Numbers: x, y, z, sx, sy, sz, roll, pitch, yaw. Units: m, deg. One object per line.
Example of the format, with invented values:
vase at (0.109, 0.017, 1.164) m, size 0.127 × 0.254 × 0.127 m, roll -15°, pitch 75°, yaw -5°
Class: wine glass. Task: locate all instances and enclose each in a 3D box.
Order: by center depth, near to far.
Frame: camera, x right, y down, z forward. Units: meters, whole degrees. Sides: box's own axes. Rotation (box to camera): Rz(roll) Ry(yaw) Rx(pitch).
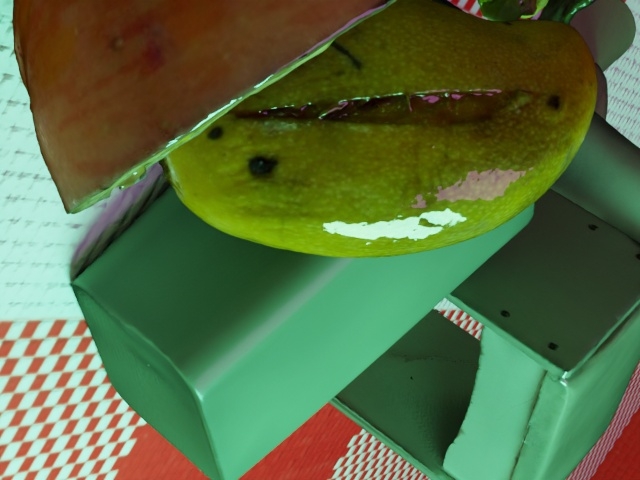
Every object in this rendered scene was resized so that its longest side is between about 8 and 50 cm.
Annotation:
wine glass at (0.223, -0.072, 1.412) m, size 0.103 × 0.231 × 0.103 m, roll -45°, pitch 156°, yaw -26°

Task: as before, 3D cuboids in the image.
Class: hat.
hat at (0.269, -0.148, 1.551) m, size 0.173 × 0.144 × 0.166 m, roll -17°, pitch 145°, yaw -22°

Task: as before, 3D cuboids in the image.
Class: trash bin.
trash bin at (0.000, 0.000, 1.167) m, size 0.343 × 0.158 × 0.223 m, roll -45°, pitch 156°, yaw -21°

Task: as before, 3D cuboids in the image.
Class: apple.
apple at (-0.059, -0.150, 0.790) m, size 0.251 × 0.163 × 0.293 m, roll -34°, pitch -176°, yaw 3°

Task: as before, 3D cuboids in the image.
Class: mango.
mango at (0.041, -0.079, 1.014) m, size 0.295 × 0.177 × 0.120 m, roll -6°, pitch 170°, yaw -3°

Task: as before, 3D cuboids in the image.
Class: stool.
stool at (0.137, 0.077, 1.407) m, size 0.170 × 0.270 × 0.243 m, roll -39°, pitch 154°, yaw -35°

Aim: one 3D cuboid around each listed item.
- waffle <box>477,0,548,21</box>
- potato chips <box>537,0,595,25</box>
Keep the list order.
waffle at (0.118, -0.284, 1.004) m, size 0.261 × 0.151 × 0.324 m, roll -57°, pitch 162°, yaw -3°
potato chips at (0.263, -0.270, 1.417) m, size 0.207 × 0.028 × 0.092 m, roll -54°, pitch -158°, yaw 9°
